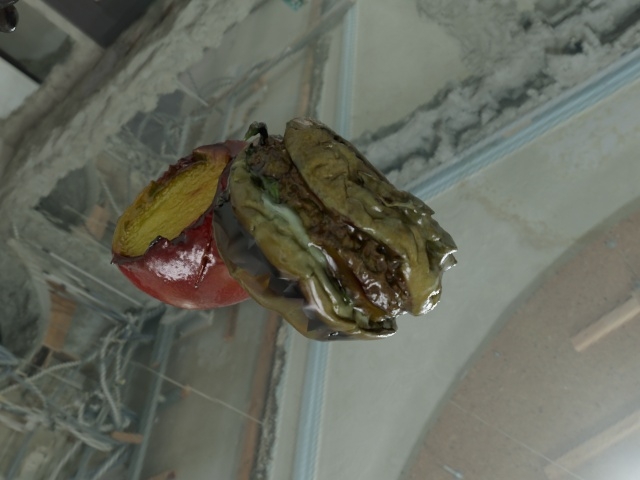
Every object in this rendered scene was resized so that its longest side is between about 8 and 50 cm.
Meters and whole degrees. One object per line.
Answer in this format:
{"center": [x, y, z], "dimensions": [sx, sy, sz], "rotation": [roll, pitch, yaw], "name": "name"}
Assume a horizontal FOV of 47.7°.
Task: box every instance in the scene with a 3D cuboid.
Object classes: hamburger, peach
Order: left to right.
{"center": [-0.134, -0.019, 0.852], "dimensions": [0.196, 0.226, 0.190], "rotation": [127, -47, -57], "name": "peach"}
{"center": [0.000, 0.000, 0.550], "dimensions": [0.130, 0.183, 0.206], "rotation": [-41, 176, -3], "name": "hamburger"}

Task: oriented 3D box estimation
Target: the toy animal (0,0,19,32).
{"center": [-0.249, -0.076, 0.348], "dimensions": [0.210, 0.121, 0.117], "rotation": [-59, -166, -6], "name": "toy animal"}
